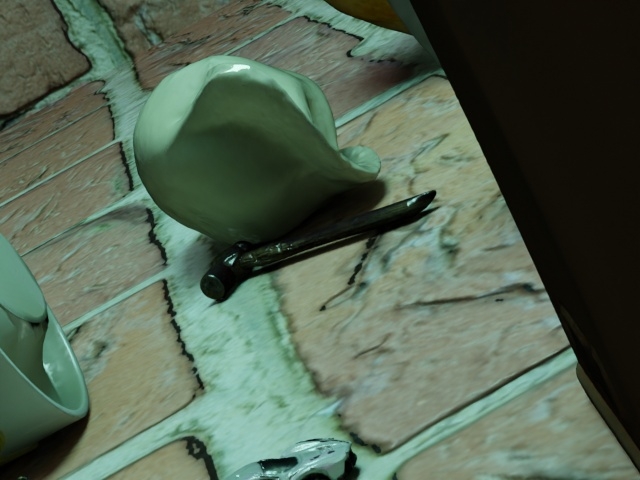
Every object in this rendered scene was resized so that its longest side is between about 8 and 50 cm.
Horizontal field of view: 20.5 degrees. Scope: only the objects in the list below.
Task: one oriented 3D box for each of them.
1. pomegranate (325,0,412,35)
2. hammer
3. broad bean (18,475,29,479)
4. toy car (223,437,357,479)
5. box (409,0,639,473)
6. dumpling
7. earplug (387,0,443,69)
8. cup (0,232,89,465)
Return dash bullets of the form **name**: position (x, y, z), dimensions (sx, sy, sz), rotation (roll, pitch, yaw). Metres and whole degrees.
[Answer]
- **pomegranate**: position (0.112, -0.343, 1.503), dimensions (0.338, 0.338, 0.338), rotation (-27, 14, 7)
- **hammer**: position (0.000, 0.000, 1.151), dimensions (0.178, 0.021, 0.065), rotation (-17, 18, 33)
- **broad bean**: position (-0.258, 0.209, 0.843), dimensions (0.318, 0.056, 0.098), rotation (-30, 6, -25)
- **toy car**: position (-0.027, 0.112, 0.780), dimensions (0.093, 0.025, 0.041), rotation (-31, 15, -6)
- **box**: position (0.210, -0.095, 0.618), dimensions (0.339, 0.229, 0.239), rotation (-28, 13, 3)
- **dumpling**: position (-0.050, -0.065, 1.257), dimensions (0.132, 0.162, 0.250), rotation (-71, 14, -13)
- **earplug**: position (0.223, -0.272, 1.057), dimensions (0.313, 0.312, 0.394), rotation (-21, 16, 31)
- **cup**: position (-0.267, 0.092, 1.094), dimensions (0.226, 0.185, 0.241), rotation (-34, -21, 2)
